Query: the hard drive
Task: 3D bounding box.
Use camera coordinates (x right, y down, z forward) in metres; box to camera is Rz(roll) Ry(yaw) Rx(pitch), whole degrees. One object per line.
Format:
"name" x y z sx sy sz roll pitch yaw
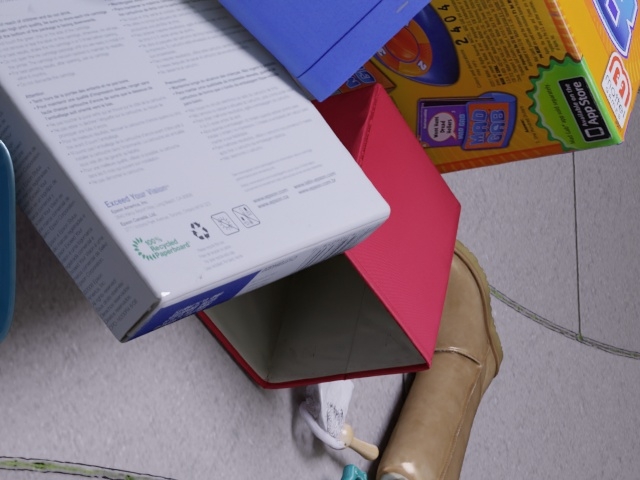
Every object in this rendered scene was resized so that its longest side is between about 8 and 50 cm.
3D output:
"hard drive" -0.033 -0.292 1.541 0.319 0.210 0.040 44 9 -21

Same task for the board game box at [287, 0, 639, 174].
"board game box" 0.095 -0.307 1.838 0.356 0.356 0.356 60 35 -33

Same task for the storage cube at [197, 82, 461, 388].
"storage cube" 0.000 0.000 1.774 0.215 0.184 0.193 52 39 -41

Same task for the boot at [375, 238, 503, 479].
"boot" 0.114 0.154 2.037 0.236 0.089 0.269 61 37 -32

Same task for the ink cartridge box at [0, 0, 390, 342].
"ink cartridge box" -0.136 -0.102 1.500 0.330 0.071 0.324 53 34 11

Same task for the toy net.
"toy net" 0.016 0.229 1.891 0.122 0.045 0.232 -43 118 -54

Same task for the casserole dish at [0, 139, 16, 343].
"casserole dish" -0.274 0.000 1.363 0.114 0.037 0.188 -3 105 -20
